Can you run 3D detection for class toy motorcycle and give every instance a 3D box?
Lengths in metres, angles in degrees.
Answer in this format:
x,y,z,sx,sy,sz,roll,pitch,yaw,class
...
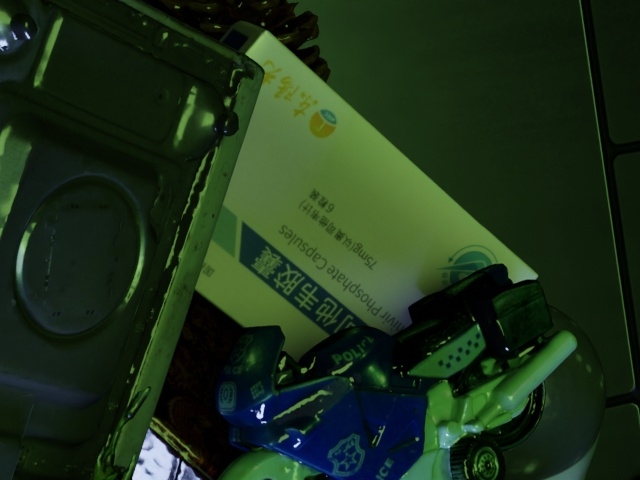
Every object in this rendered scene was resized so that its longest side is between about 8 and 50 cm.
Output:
x,y,z,sx,sy,sz,roll,pitch,yaw,class
0.043,0.125,1.264,0.331,0.125,0.196,-27,101,-30,toy motorcycle

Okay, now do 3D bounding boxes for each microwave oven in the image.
x,y,z,sx,sy,sz,roll,pitch,yaw,class
-0.244,0.007,1.109,0.333,0.247,0.394,22,84,-54,microwave oven

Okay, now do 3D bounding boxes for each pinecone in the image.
x,y,z,sx,sy,sz,roll,pitch,yaw,class
-0.086,-0.168,1.417,0.185,0.168,0.212,-25,112,-32,pinecone

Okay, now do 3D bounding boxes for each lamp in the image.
x,y,z,sx,sy,sz,roll,pitch,yaw,class
0.203,0.189,1.542,0.182,0.182,0.314,-42,124,-14,lamp

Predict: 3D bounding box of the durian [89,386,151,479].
x,y,z,sx,sy,sz,roll,pitch,yaw,class
-0.141,0.273,1.079,0.132,0.106,0.375,-11,107,-30,durian

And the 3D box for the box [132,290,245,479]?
x,y,z,sx,sy,sz,roll,pitch,yaw,class
-0.030,0.222,1.388,0.116,0.264,0.415,-39,108,23,box

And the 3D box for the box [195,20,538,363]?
x,y,z,sx,sy,sz,roll,pitch,yaw,class
0.000,0.000,1.364,0.343,0.065,0.200,40,90,-26,box
